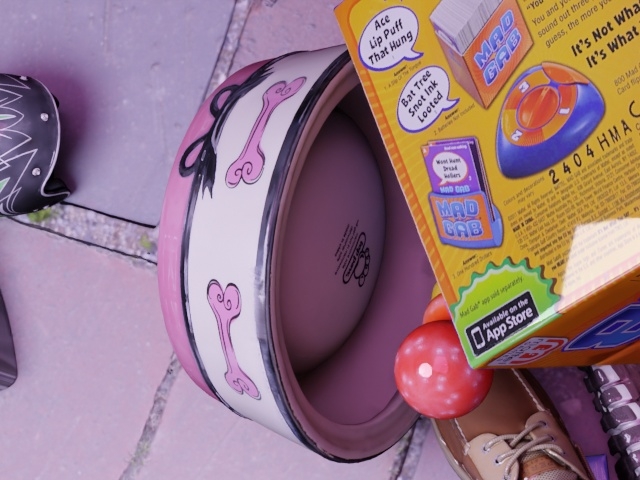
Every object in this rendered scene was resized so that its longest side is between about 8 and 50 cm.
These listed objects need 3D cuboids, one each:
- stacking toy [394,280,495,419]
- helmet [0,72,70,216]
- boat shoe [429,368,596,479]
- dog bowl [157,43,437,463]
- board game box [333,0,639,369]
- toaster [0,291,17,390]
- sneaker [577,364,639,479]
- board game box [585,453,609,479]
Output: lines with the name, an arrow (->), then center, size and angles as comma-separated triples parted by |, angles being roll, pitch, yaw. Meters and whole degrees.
stacking toy -> 0.163, 0.054, 1.595 | 0.141, 0.141, 0.330 | 21, 43, 15
helmet -> -0.349, -0.103, 1.814 | 0.169, 0.161, 0.169 | -2, 78, 11
boat shoe -> 0.207, 0.225, 1.599 | 0.122, 0.120, 0.324 | -27, 76, -10
dog bowl -> 0.000, 0.000, 1.613 | 0.150, 0.408, 0.408 | 8, 79, 30
board game box -> 0.299, -0.126, 1.440 | 0.356, 0.356, 0.356 | -35, 65, 37
toaster -> -0.426, 0.093, 1.816 | 0.186, 0.110, 0.168 | -19, 75, 8
sneaker -> 0.356, 0.157, 1.642 | 0.162, 0.106, 0.281 | -19, 82, -5
board game box -> 0.227, 0.318, 1.667 | 0.136, 0.035, 0.201 | -6, 77, 10
